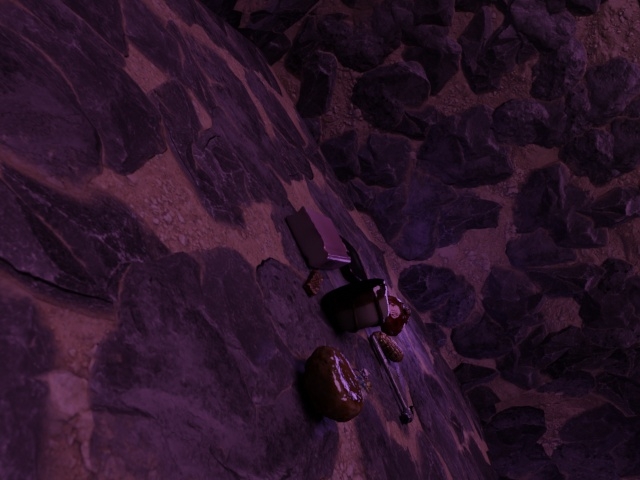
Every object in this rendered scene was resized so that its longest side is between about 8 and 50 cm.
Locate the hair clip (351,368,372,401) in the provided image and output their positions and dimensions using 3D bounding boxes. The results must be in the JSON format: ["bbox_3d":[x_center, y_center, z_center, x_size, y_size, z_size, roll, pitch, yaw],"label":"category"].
[{"bbox_3d":[0.140,0.537,1.524,0.116,0.049,0.172,48,22,9],"label":"hair clip"}]

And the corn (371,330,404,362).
[{"bbox_3d":[0.351,0.548,2.093,0.253,0.086,0.086,49,18,-30],"label":"corn"}]

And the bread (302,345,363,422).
[{"bbox_3d":[0.033,0.435,1.211,0.230,0.123,0.230,55,10,-15],"label":"bread"}]

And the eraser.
[{"bbox_3d":[0.000,0.000,1.932,0.272,0.122,0.359,61,14,14],"label":"eraser"}]

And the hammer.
[{"bbox_3d":[0.332,0.646,1.915,0.152,0.044,0.426,24,39,-64],"label":"hammer"}]

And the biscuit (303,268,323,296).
[{"bbox_3d":[-0.027,0.174,1.671,0.064,0.034,0.199,59,15,-8],"label":"biscuit"}]

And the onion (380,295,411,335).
[{"bbox_3d":[0.397,0.395,2.130,0.230,0.163,0.229,-8,90,-73],"label":"onion"}]

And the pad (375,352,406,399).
[{"bbox_3d":[0.353,0.676,2.005,0.265,0.009,0.159,47,20,-39],"label":"pad"}]

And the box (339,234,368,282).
[{"bbox_3d":[0.180,0.134,2.345,0.290,0.073,0.288,40,25,-52],"label":"box"}]

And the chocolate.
[{"bbox_3d":[0.165,0.287,1.715,0.283,0.284,0.186,-30,105,-75],"label":"chocolate"}]
